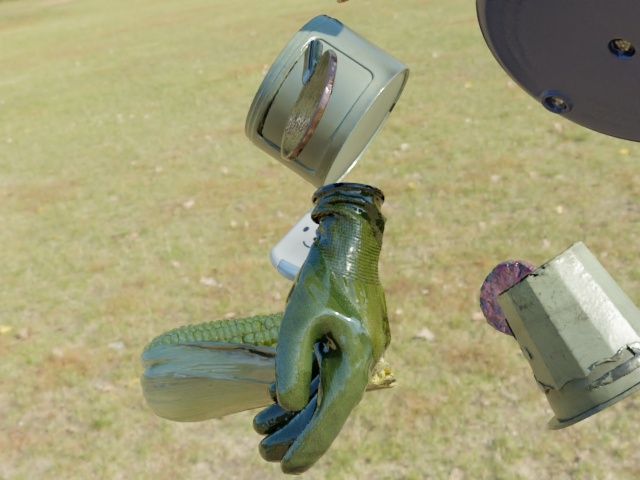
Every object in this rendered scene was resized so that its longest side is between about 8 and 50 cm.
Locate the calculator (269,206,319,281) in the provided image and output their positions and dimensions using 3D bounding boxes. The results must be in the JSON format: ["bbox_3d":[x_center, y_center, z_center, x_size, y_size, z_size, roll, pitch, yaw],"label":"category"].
[{"bbox_3d":[0.000,0.000,1.644,0.121,0.039,0.210,26,54,26],"label":"calculator"}]

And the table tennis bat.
[{"bbox_3d":[-0.009,-0.130,0.785,0.014,0.095,0.158,22,37,-15],"label":"table tennis bat"}]

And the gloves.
[{"bbox_3d":[0.009,0.078,0.809,0.107,0.268,0.135,11,-12,28],"label":"gloves"}]

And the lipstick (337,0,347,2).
[{"bbox_3d":[0.146,-0.492,1.545,0.280,0.073,0.073,-27,20,-4],"label":"lipstick"}]

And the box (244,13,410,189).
[{"bbox_3d":[0.010,-0.203,1.349,0.149,0.226,0.226,34,29,7],"label":"box"}]

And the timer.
[{"bbox_3d":[0.330,-0.308,0.803,0.270,0.270,0.383,9,61,43],"label":"timer"}]

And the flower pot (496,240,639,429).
[{"bbox_3d":[0.346,0.125,1.230,0.212,0.202,0.212,-34,-9,-6],"label":"flower pot"}]

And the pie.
[{"bbox_3d":[0.386,0.114,1.784,0.155,0.154,0.036,2,-3,31],"label":"pie"}]

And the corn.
[{"bbox_3d":[-0.064,0.151,1.086,0.305,0.123,0.122,-8,24,4],"label":"corn"}]
